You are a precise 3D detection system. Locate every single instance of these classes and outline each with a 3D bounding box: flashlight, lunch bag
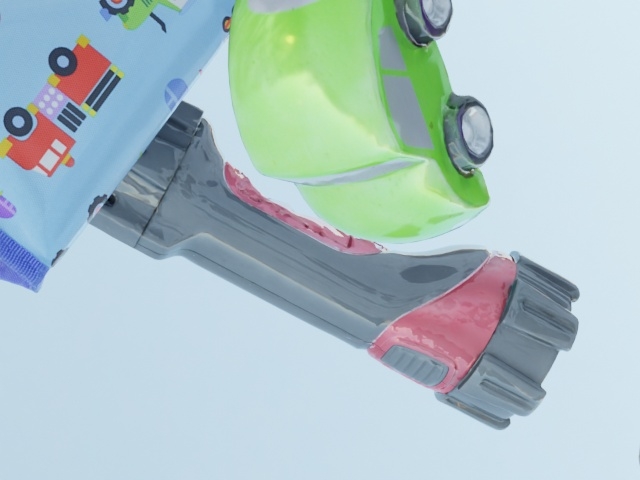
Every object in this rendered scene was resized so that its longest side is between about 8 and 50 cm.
[{"bbox_3d":[0.000,0.000,0.957,0.304,0.103,0.103,29,-174,-7],"label":"flashlight"},{"bbox_3d":[-0.198,-0.150,0.783,0.293,0.138,0.221,42,-110,-21],"label":"lunch bag"}]

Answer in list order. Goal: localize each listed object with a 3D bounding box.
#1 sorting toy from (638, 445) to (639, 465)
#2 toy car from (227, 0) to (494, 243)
[{"bbox_3d":[0.280,0.015,1.113,0.229,0.041,0.307,13,-97,-54],"label":"sorting toy"},{"bbox_3d":[-0.012,-0.090,0.441,0.053,0.239,0.225,-49,-56,-48],"label":"toy car"}]
